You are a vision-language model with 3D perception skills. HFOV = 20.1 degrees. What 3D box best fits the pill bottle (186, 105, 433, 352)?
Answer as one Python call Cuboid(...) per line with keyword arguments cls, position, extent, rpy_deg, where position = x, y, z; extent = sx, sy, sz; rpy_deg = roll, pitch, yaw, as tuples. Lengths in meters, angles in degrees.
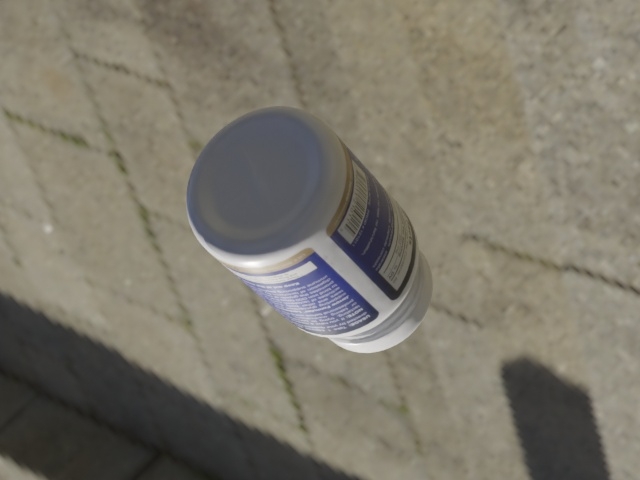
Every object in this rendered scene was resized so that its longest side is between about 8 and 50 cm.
Cuboid(cls="pill bottle", position=(0.000, 0.000, 1.660), extent=(0.153, 0.153, 0.265), rpy_deg=(24, 168, 34))
